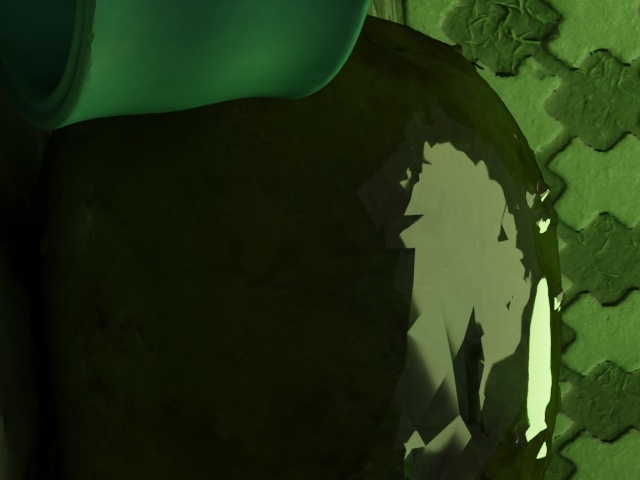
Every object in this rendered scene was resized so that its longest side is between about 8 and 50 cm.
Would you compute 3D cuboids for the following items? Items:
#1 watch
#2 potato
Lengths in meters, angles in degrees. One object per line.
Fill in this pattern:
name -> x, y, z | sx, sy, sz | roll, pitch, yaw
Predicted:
watch -> -0.057, -0.138, 0.498 | 0.211, 0.211, 0.193 | -82, 178, -59
potato -> -0.010, 0.055, 0.646 | 0.173, 0.210, 0.307 | 13, -76, 54
